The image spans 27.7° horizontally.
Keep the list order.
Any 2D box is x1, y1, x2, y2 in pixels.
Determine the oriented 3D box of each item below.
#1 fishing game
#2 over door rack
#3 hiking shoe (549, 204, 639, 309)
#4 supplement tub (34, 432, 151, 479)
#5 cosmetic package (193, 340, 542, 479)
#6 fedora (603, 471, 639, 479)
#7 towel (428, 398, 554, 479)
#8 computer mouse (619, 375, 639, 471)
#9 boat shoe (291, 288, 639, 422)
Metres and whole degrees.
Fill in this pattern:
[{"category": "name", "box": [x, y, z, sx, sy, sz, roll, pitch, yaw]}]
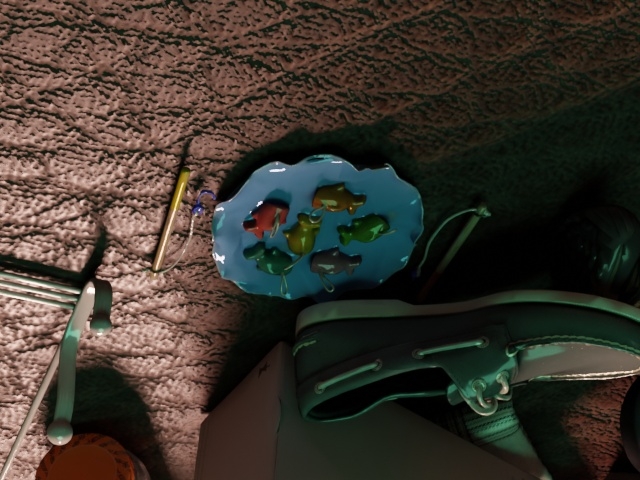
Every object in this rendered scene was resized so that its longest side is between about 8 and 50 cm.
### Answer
[{"category": "fishing game", "box": [0.000, 0.000, 1.068, 0.264, 0.041, 0.189, 9, 138, -20]}, {"category": "over door rack", "box": [-0.340, 0.134, 1.098, 0.240, 0.108, 0.324, 15, 133, -25]}, {"category": "hiking shoe", "box": [0.264, 0.035, 1.140, 0.114, 0.086, 0.227, -14, 148, -9]}, {"category": "supplement tub", "box": [-0.213, 0.278, 1.277, 0.117, 0.117, 0.190, -9, 138, -1]}, {"category": "cosmetic package", "box": [0.067, 0.275, 1.218, 0.366, 0.197, 0.155, 30, 125, -19]}, {"category": "fedora", "box": [0.352, 0.361, 1.425, 0.124, 0.243, 0.275, 3, 121, 26]}, {"category": "towel", "box": [0.109, 0.307, 1.421, 0.312, 0.056, 0.324, -21, 138, 11]}, {"category": "computer mouse", "box": [0.386, 0.211, 1.316, 0.272, 0.188, 0.072, 28, 160, -31]}, {"category": "boat shoe", "box": [0.127, 0.109, 1.094, 0.320, 0.099, 0.116, -2, 148, 18]}]
